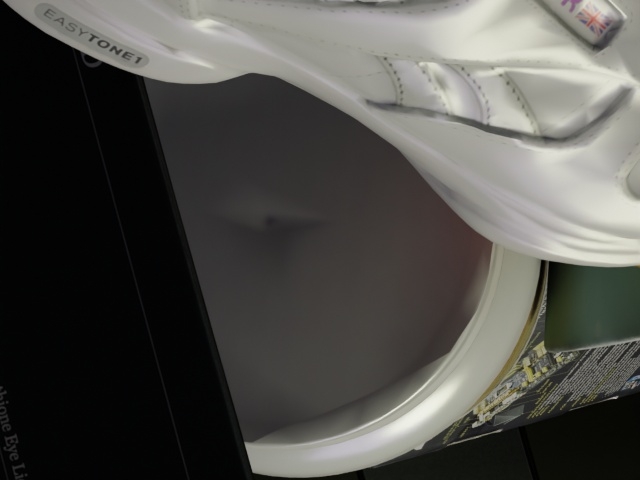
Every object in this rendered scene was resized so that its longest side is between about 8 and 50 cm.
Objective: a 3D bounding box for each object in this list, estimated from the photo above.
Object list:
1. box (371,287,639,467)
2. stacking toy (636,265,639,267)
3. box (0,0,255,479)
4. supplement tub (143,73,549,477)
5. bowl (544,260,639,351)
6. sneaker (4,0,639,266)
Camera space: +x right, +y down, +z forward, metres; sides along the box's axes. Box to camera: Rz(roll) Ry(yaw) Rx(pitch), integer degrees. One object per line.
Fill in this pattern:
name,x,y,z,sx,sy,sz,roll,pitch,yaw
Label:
box,0.208,-0.018,1.277,0.318,0.097,0.395,-14,149,-36
stacking toy,0.175,-0.016,0.668,0.130,0.280,0.309,9,152,-40
box,-0.132,0.029,0.673,0.184,0.261,0.103,-15,175,-1
supplement tub,0.000,0.000,0.962,0.228,0.228,0.316,-16,175,7
bowl,0.243,-0.058,0.935,0.311,0.163,0.311,-13,179,0
sneaker,0.055,-0.078,0.520,0.305,0.114,0.152,15,151,-29
